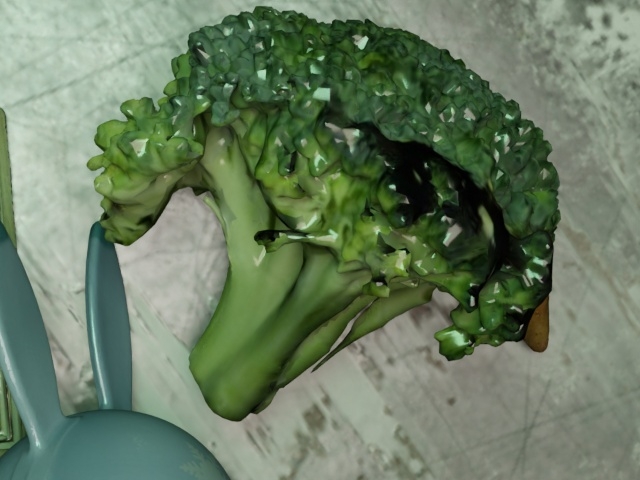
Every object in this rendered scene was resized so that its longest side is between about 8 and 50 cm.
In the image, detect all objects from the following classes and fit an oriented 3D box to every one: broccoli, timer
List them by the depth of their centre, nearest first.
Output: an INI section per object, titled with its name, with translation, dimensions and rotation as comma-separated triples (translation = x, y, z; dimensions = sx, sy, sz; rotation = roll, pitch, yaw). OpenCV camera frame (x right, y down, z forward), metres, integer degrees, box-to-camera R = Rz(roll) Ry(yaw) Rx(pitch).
[broccoli]
translation = 0.000, 0.000, 0.685
dimensions = 0.263, 0.247, 0.243
rotation = -2, 130, -48
[timer]
translation = -0.145, 0.132, 0.687
dimensions = 0.175, 0.175, 0.255
rotation = -31, 78, -11

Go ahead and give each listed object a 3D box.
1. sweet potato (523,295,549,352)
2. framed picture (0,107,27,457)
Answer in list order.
[sweet potato]
translation = 0.125, -0.012, 0.795
dimensions = 0.044, 0.044, 0.179
rotation = -17, 96, -12
[framed picture]
translation = -0.313, 0.035, 0.705
dimensions = 0.273, 0.016, 0.216
rotation = -5, 91, -13
